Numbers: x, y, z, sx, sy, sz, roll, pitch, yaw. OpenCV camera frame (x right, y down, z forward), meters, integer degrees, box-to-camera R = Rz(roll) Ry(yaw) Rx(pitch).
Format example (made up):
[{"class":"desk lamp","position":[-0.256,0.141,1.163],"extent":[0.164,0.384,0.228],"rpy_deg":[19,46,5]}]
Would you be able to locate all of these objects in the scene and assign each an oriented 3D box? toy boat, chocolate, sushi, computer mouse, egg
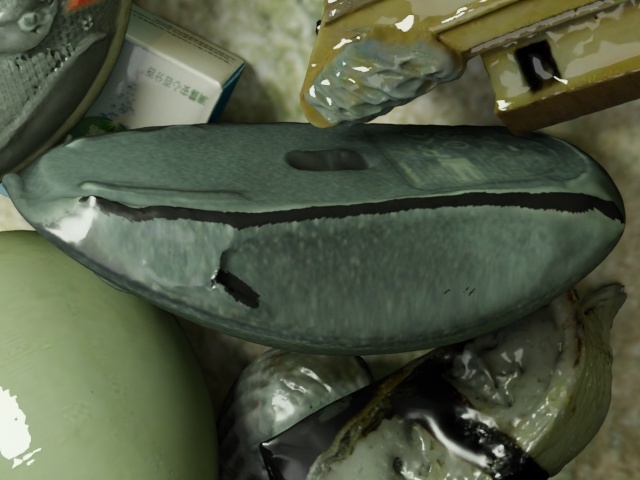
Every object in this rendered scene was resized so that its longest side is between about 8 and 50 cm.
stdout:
[{"class":"toy boat","position":[0.193,-0.160,1.033],"extent":[0.445,0.136,0.162],"rpy_deg":[-19,110,17]},{"class":"chocolate","position":[-0.043,0.164,1.219],"extent":[0.110,0.110,0.248],"rpy_deg":[34,113,-2]},{"class":"sushi","position":[0.107,0.134,1.126],"extent":[0.273,0.109,0.134],"rpy_deg":[-31,139,-8]},{"class":"computer mouse","position":[0.000,0.004,1.062],"extent":[0.374,0.203,0.114],"rpy_deg":[0,111,-13]},{"class":"egg","position":[-0.172,0.124,1.140],"extent":[0.295,0.218,0.218],"rpy_deg":[49,120,36]}]

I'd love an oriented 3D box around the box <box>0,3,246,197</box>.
[{"class":"box","position":[-0.167,-0.094,1.162],"extent":[0.194,0.073,0.139],"rpy_deg":[27,112,1]}]

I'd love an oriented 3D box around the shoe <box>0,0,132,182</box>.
[{"class":"shoe","position":[-0.166,-0.187,1.020],"extent":[0.132,0.171,0.336],"rpy_deg":[21,89,0]}]
